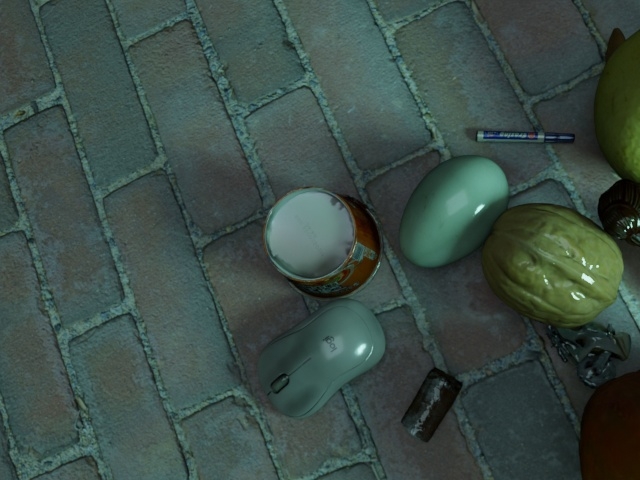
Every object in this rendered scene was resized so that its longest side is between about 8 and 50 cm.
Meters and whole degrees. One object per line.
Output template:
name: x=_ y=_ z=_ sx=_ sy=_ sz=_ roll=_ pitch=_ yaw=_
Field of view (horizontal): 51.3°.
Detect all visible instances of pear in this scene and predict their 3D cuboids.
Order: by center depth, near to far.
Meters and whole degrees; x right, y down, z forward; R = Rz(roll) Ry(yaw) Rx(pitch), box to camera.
pear: x=0.682 y=-0.250 z=1.224 sx=0.349 sy=0.348 sz=0.348 roll=-2 pitch=81 yaw=12

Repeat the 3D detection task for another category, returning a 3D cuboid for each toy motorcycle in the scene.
toy motorcycle: x=0.518 y=0.178 z=1.324 sx=0.130 sy=0.094 sz=0.229 roll=-34 pitch=63 yaw=1

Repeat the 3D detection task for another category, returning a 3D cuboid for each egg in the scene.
egg: x=0.269 y=-0.056 z=1.364 sx=0.183 sy=0.183 sz=0.264 roll=42 pitch=98 yaw=15

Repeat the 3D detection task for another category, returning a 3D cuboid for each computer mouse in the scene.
computer mouse: x=-0.003 y=0.251 z=1.412 sx=0.297 sy=0.121 sz=0.184 roll=-32 pitch=77 yaw=5

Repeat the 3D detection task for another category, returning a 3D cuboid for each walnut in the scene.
walnut: x=0.435 y=0.046 z=1.257 sx=0.261 sy=0.225 sz=0.225 roll=33 pitch=89 yaw=11

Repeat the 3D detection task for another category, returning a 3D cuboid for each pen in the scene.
pen: x=0.439 y=-0.223 z=1.433 sx=0.204 sy=0.025 sz=0.025 roll=3 pitch=82 yaw=13

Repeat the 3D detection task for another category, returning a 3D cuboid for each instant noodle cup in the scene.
instant noodle cup: x=0.000 y=0.000 z=1.411 sx=0.251 sy=0.192 sz=0.250 roll=-2 pitch=81 yaw=12

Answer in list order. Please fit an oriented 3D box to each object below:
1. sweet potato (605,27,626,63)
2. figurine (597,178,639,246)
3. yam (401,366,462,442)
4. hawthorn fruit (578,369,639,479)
sweet potato: x=0.621 y=-0.348 z=1.397 sx=0.058 sy=0.055 sz=0.202 roll=4 pitch=83 yaw=50
figurine: x=0.647 y=-0.002 z=1.218 sx=0.315 sy=0.187 sz=0.168 roll=34 pitch=69 yaw=-7
yam: x=0.227 y=0.335 z=1.367 sx=0.079 sy=0.079 sz=0.141 roll=31 pitch=90 yaw=15
hawthorn fruit: x=0.640 y=0.403 z=1.075 sx=0.472 sy=0.472 sz=0.471 roll=-2 pitch=81 yaw=12
